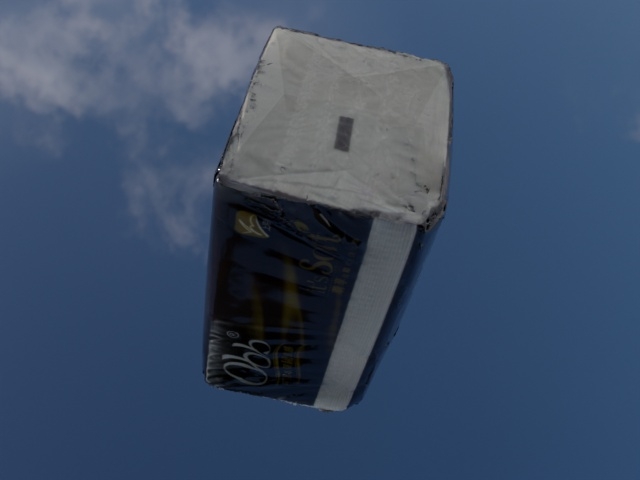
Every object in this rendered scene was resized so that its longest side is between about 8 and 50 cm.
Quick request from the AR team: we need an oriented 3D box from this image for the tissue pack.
[{"bbox_3d":[0.000,0.000,0.780,0.198,0.370,0.210,16,-127,1],"label":"tissue pack"}]
